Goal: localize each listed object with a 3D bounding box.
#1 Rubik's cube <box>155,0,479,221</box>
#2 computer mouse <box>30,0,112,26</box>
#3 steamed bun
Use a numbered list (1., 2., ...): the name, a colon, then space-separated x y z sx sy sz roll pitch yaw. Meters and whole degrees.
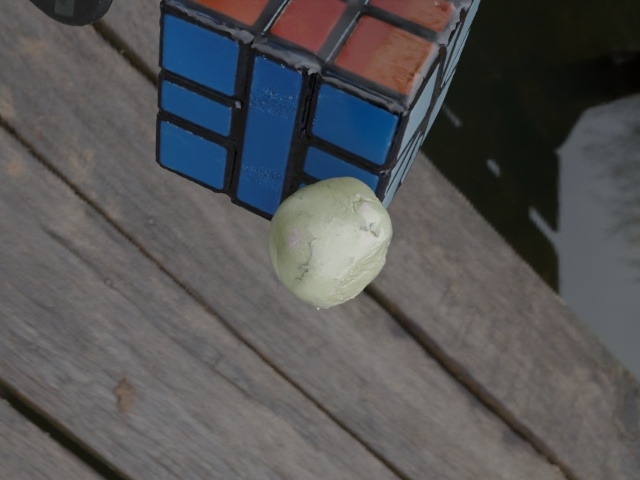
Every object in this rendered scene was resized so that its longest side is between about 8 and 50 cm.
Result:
1. Rubik's cube: -0.001 -0.201 1.184 0.283 0.288 0.293 27 58 8
2. computer mouse: -0.270 -0.313 1.013 0.264 0.147 0.088 39 44 15
3. steamed bun: 0.000 0.000 1.012 0.091 0.130 0.112 1 45 -49
